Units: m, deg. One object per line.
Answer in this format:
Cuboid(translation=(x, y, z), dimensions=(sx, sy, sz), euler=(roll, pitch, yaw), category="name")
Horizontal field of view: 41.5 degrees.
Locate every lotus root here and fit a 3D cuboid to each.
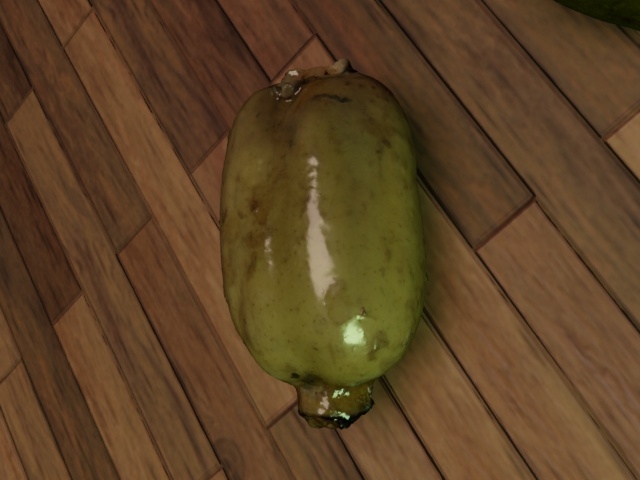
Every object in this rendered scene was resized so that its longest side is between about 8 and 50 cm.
Cuboid(translation=(0.000, 0.000, 0.647), dimensions=(0.160, 0.146, 0.284), euler=(-10, 82, 51), category="lotus root")

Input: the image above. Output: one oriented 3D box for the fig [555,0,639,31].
Cuboid(translation=(0.208, -0.200, 0.565), dimensions=(0.133, 0.185, 0.127), euler=(-38, 27, 31), category="fig")
